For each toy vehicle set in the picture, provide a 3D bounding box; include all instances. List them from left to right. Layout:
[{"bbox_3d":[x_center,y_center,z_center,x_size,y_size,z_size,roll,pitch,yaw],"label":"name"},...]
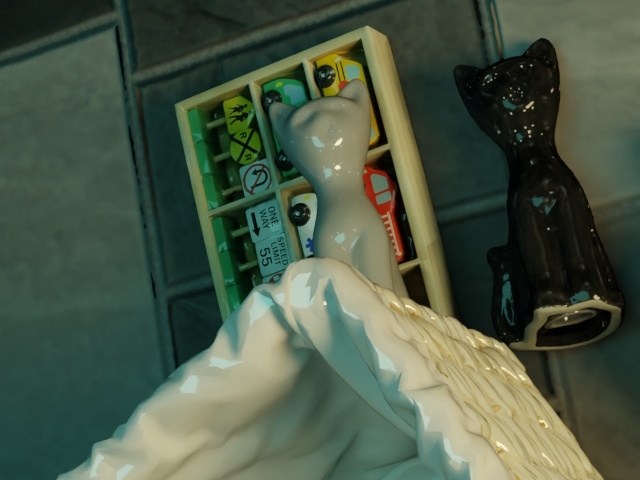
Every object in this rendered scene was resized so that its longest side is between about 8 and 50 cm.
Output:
[{"bbox_3d":[0.000,0.000,1.279,0.166,0.035,0.267,-21,73,23],"label":"toy vehicle set"}]

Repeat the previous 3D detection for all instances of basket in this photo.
[{"bbox_3d":[0.027,0.239,0.991,0.331,0.266,0.328,-43,65,16],"label":"basket"}]

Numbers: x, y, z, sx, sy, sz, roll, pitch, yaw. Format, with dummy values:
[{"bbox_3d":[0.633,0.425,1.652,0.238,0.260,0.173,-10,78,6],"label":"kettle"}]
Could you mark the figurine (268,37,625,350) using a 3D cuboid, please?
[{"bbox_3d":[0.074,-0.025,1.192,0.215,0.092,0.209,-10,67,2],"label":"figurine"}]
